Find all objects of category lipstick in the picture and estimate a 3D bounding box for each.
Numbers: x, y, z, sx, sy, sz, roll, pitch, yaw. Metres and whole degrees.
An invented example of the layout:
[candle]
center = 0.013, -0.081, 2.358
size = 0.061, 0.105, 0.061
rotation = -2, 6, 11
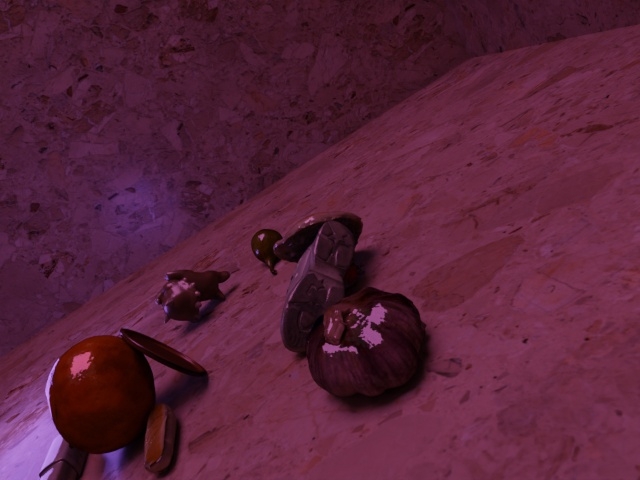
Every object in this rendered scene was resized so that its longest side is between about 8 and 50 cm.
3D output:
[lipstick]
center = -0.637, 0.571, 1.118
size = 0.077, 0.079, 0.253
rotation = -34, 20, -8

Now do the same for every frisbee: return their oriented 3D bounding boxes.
[frisbee]
center = -0.415, 0.297, 1.206
size = 0.250, 0.250, 0.021
rotation = 6, 64, 61

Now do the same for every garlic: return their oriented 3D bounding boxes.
[garlic]
center = 0.071, 0.175, 0.850
size = 0.244, 0.161, 0.245
rotation = -29, 18, 10

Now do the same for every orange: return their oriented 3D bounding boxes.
[orange]
center = -0.534, 0.374, 1.135
size = 0.225, 0.284, 0.284
rotation = -19, 16, -13

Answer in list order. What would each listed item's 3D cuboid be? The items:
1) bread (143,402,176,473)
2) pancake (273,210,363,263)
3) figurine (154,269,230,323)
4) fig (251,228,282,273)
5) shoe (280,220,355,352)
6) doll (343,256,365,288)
[bread]
center = -0.357, 0.443, 1.031
size = 0.073, 0.053, 0.214
rotation = -38, 22, -4
[pancake]
center = 0.000, 0.001, 1.291
size = 0.282, 0.049, 0.282
rotation = -15, -24, -7
[figurine]
center = -0.447, 0.204, 1.608
size = 0.177, 0.247, 0.173
rotation = -50, 48, 27
[fig]
center = -0.184, 0.055, 1.681
size = 0.124, 0.124, 0.236
rotation = -30, 43, 8
[shoe]
center = -0.021, 0.134, 1.165
size = 0.210, 0.132, 0.342
rotation = 128, 165, -59
[doll]
center = 0.077, 0.093, 1.213
size = 0.039, 0.057, 0.114
rotation = -18, 30, 45
